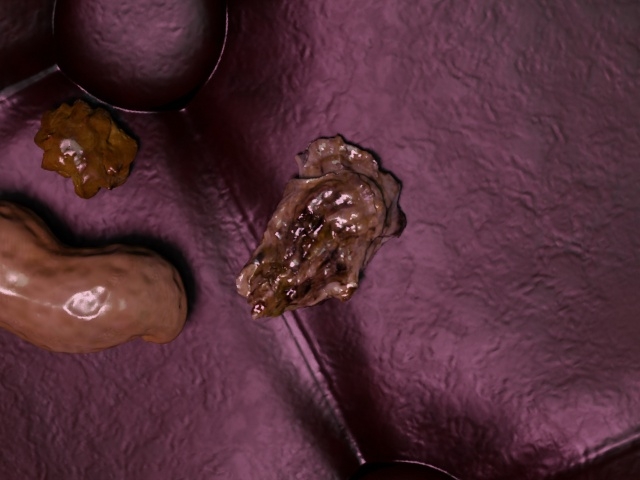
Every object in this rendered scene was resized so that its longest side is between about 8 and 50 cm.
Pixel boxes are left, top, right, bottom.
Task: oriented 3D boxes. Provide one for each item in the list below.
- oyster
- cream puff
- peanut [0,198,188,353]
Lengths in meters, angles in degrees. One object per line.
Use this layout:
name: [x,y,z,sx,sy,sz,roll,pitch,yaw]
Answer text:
oyster: [0.002,0.001,1.466,0.108,0.053,0.166,30,96,-9]
cream puff: [-0.197,-0.076,1.471,0.083,0.058,0.083,-11,97,7]
peanut: [-0.240,0.035,1.475,0.263,0.101,0.117,16,112,4]
